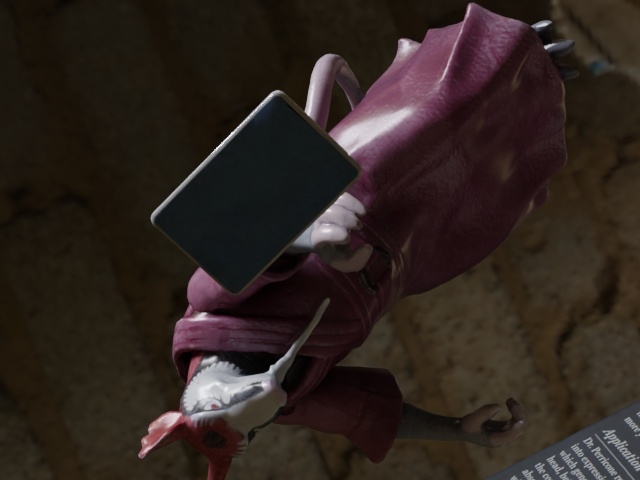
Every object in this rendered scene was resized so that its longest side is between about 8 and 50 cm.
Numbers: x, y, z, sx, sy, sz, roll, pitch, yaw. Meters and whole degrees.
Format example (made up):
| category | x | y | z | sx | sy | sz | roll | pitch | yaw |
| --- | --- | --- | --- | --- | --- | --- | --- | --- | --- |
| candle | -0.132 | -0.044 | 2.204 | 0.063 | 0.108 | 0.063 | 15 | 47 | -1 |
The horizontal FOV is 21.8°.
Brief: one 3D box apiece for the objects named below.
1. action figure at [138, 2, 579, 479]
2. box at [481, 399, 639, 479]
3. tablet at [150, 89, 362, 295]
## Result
| category | x | y | z | sx | sy | sz | roll | pitch | yaw |
| --- | --- | --- | --- | --- | --- | --- | --- | --- | --- |
| action figure | 0.000 | 0.000 | 1.025 | 0.276 | 0.370 | 0.248 | 19 | 143 | 39 |
| box | 0.318 | 0.296 | 1.355 | 0.293 | 0.395 | 0.212 | 67 | 174 | -30 |
| tablet | -0.028 | -0.020 | 0.732 | 0.054 | 0.083 | 0.006 | 43 | -167 | -13 |
